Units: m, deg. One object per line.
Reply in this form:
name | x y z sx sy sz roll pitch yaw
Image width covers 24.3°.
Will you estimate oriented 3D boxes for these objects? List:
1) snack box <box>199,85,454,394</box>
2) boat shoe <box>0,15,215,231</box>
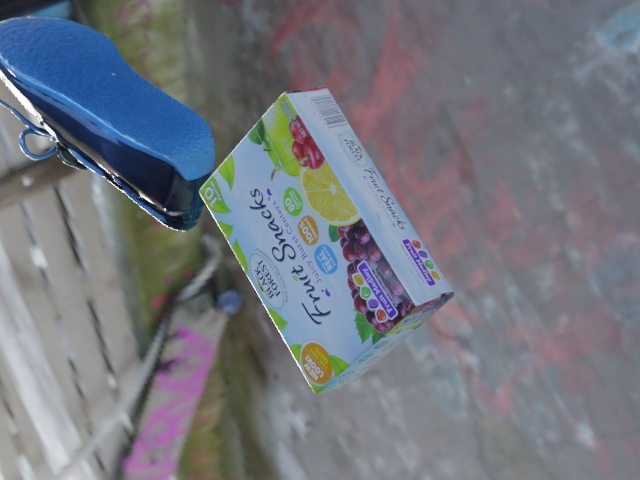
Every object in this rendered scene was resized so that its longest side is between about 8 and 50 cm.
snack box | 0.000 0.000 0.829 0.100 0.037 0.141 -46 68 42
boat shoe | -0.179 -0.088 1.131 0.258 0.109 0.089 44 142 41
